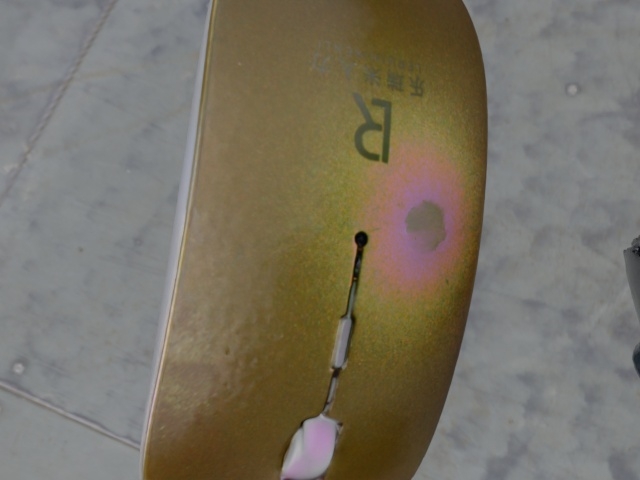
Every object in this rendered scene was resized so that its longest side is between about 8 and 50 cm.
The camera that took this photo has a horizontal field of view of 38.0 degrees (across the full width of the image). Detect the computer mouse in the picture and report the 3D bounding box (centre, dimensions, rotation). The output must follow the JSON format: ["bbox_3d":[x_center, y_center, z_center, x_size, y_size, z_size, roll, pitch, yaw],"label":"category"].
[{"bbox_3d":[0.000,0.000,0.450,0.072,0.158,0.310,9,90,60],"label":"computer mouse"}]

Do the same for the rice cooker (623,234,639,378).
[{"bbox_3d":[0.264,0.054,0.368,0.267,0.267,0.224,-26,83,4],"label":"rice cooker"}]
